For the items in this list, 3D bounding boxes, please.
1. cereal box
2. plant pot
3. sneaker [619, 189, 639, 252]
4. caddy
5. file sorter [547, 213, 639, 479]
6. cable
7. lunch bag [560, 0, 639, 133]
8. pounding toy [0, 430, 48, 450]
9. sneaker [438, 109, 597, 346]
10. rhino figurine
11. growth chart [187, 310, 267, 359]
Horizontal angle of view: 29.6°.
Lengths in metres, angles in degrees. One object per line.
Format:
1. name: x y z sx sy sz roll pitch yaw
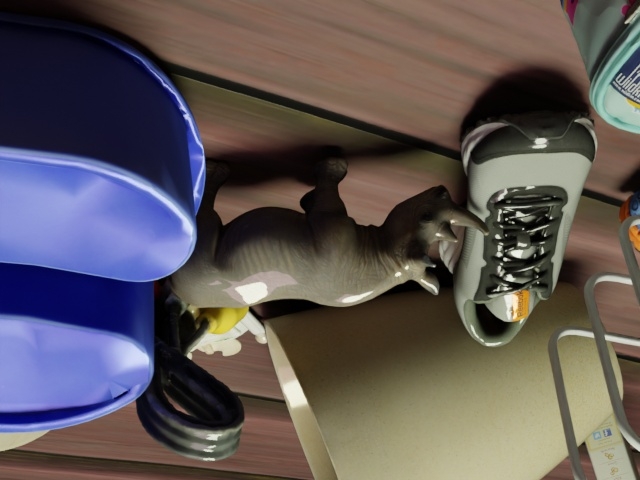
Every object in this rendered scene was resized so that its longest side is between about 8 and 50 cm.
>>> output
1. cereal box: 0.342 0.285 1.374 0.047 0.240 0.173 -18 150 11
2. plant pot: 0.121 0.145 1.094 0.274 0.257 0.256 -20 154 -8
3. sneaker: 0.353 -0.028 0.953 0.221 0.083 0.087 -4 147 -9
4. caddy: -0.234 -0.021 0.746 0.341 0.179 0.241 7 128 -22
5. file sorter: 0.301 0.051 0.852 0.173 0.193 0.278 12 131 -12
6. cable: -0.115 0.063 0.875 0.139 0.072 0.287 20 -171 -11
7. lunch bag: 0.290 -0.146 0.677 0.279 0.108 0.224 5 151 -20
8. pounding toy: -0.291 0.068 0.947 0.110 0.183 0.236 16 -165 41
9. sneaker: 0.153 -0.008 0.919 0.100 0.108 0.271 -3 151 -3
10. rhino figurine: 0.000 0.000 0.880 0.243 0.106 0.073 -2 149 5
11. growth chart: -0.174 0.083 1.121 0.237 0.021 0.172 -9 153 7
